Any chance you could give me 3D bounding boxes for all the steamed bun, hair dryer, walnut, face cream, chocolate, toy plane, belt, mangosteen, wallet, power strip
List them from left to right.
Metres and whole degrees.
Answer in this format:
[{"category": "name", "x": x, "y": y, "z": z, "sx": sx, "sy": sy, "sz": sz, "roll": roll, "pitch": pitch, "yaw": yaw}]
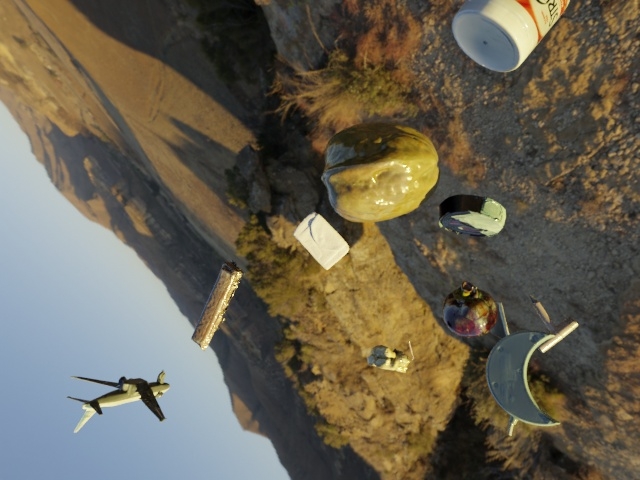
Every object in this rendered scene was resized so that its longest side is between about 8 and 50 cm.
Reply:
[{"category": "toy plane", "x": -0.364, "y": 0.294, "z": 0.792, "sx": 0.226, "sy": 0.058, "sz": 0.226, "roll": 14, "pitch": -175, "yaw": 21}, {"category": "chocolate", "x": -0.367, "y": 0.227, "z": 1.450, "sx": 0.065, "sy": 0.329, "sz": 0.102, "roll": 17, "pitch": -169, "yaw": -44}, {"category": "wallet", "x": 0.000, "y": 0.000, "z": 1.399, "sx": 0.183, "sy": 0.124, "sz": 0.032, "roll": 47, "pitch": -159, "yaw": 2}, {"category": "walnut", "x": 0.139, "y": -0.160, "z": 0.960, "sx": 0.283, "sy": 0.283, "sz": 0.227, "roll": -171, "pitch": 72, "yaw": -65}, {"category": "steamed bun", "x": 0.328, "y": 0.555, "z": 1.963, "sx": 0.178, "sy": 0.106, "sz": 0.192, "roll": 12, "pitch": 171, "yaw": -11}, {"category": "mangosteen", "x": 0.629, "y": 0.271, "z": 1.749, "sx": 0.231, "sy": 0.231, "sz": 0.289, "roll": 30, "pitch": 143, "yaw": 47}, {"category": "belt", "x": 0.329, "y": -0.055, "z": 0.904, "sx": 0.140, "sy": 0.058, "sz": 0.105, "roll": 11, "pitch": 155, "yaw": 15}, {"category": "face cream", "x": 0.453, "y": -0.546, "z": 0.992, "sx": 0.201, "sy": 0.187, "sz": 0.201, "roll": 39, "pitch": -177, "yaw": -2}, {"category": "power strip", "x": 0.416, "y": 0.292, "z": 0.858, "sx": 0.137, "sy": 0.215, "sz": 0.044, "roll": 0, "pitch": 163, "yaw": 26}, {"category": "hair dryer", "x": 0.986, "y": 0.356, "z": 1.853, "sx": 0.220, "sy": 0.195, "sz": 0.053, "roll": 50, "pitch": -178, "yaw": 21}]

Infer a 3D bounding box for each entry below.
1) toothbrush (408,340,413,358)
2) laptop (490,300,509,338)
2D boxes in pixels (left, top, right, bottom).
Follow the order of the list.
[{"category": "toothbrush", "x": 0.378, "y": 0.458, "z": 1.727, "sx": 0.008, "sy": 0.006, "sz": 0.097, "roll": -78, "pitch": -28, "yaw": -61}, {"category": "laptop", "x": 0.847, "y": 0.377, "z": 2.001, "sx": 0.269, "sy": 0.015, "sz": 0.187, "roll": 35, "pitch": -138, "yaw": -84}]
